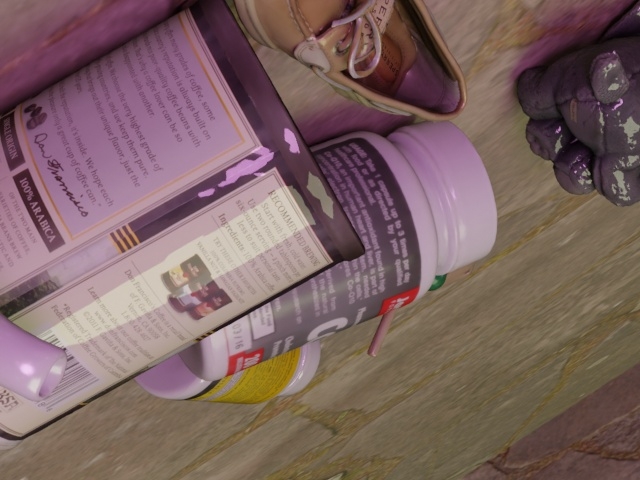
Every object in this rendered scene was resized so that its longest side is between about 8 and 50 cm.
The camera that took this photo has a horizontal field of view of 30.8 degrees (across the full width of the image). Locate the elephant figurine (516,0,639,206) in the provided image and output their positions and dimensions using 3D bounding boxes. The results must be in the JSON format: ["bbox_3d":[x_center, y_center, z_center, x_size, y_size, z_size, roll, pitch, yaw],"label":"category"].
[{"bbox_3d":[0.316,-0.157,1.099,0.239,0.186,0.169,-33,115,-17],"label":"elephant figurine"}]

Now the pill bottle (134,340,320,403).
[{"bbox_3d":[-0.092,0.105,1.174,0.119,0.119,0.208,-37,155,19],"label":"pill bottle"}]

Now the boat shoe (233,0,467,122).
[{"bbox_3d":[0.032,-0.151,0.790,0.104,0.089,0.285,-63,157,4],"label":"boat shoe"}]

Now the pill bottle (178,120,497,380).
[{"bbox_3d":[0.000,0.000,1.009,0.283,0.161,0.161,-20,155,-19],"label":"pill bottle"}]

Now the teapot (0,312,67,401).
[{"bbox_3d":[-0.285,-0.002,0.549,0.256,0.187,0.252,-26,120,-33],"label":"teapot"}]

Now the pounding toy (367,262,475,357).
[{"bbox_3d":[0.079,0.017,1.158,0.130,0.141,0.100,-22,156,-15],"label":"pounding toy"}]

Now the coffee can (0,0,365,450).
[{"bbox_3d":[-0.138,-0.013,0.778,0.275,0.201,0.201,-29,157,2],"label":"coffee can"}]
